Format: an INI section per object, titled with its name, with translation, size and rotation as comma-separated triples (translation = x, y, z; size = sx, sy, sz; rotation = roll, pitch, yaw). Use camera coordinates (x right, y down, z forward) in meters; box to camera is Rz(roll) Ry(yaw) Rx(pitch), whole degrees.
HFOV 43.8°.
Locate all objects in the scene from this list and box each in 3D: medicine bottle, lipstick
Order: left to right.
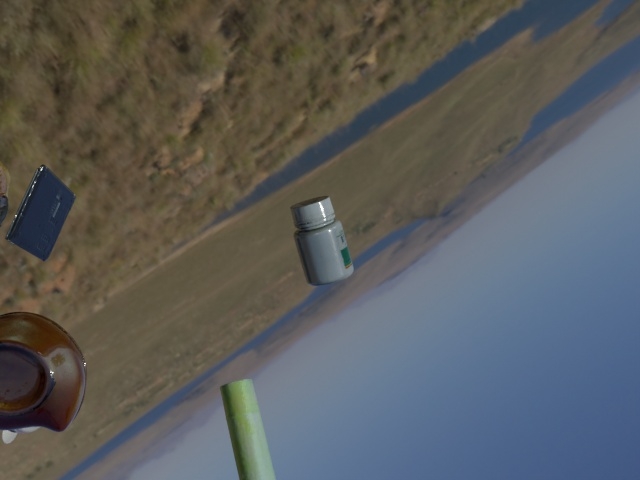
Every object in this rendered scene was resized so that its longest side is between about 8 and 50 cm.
[lipstick]
translation = -0.136, 0.432, 1.592
size = 0.076, 0.304, 0.076
rotation = -13, 165, -4
[medicine bottle]
translation = 0.000, 0.000, 1.265
size = 0.080, 0.130, 0.080
rotation = -14, -170, 3

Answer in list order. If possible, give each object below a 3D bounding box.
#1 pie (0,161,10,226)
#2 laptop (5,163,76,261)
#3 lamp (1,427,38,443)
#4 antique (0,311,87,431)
[pie]
translation = -0.639, -0.086, 1.405
size = 0.195, 0.195, 0.046
rotation = -34, -173, -26
[laptop]
translation = -0.447, -0.041, 1.283
size = 0.180, 0.016, 0.129
rotation = 92, 18, -78
[lamp]
translation = -0.616, 0.288, 1.653
size = 0.179, 0.107, 0.246
rotation = -63, 166, -63
[antique]
translation = -0.566, 0.244, 1.472
size = 0.224, 0.278, 0.129
rotation = -52, -175, -5
